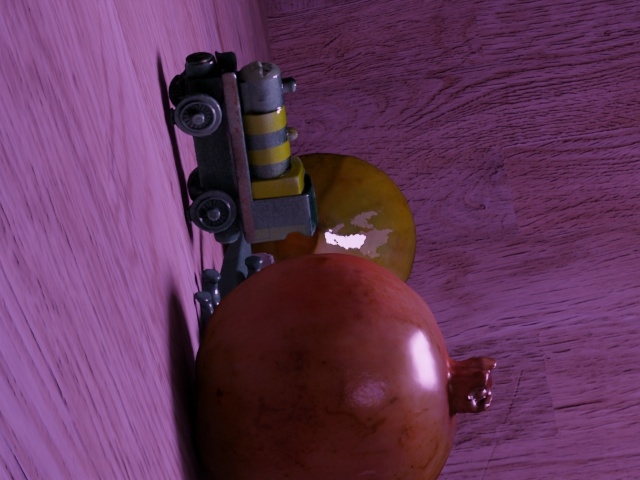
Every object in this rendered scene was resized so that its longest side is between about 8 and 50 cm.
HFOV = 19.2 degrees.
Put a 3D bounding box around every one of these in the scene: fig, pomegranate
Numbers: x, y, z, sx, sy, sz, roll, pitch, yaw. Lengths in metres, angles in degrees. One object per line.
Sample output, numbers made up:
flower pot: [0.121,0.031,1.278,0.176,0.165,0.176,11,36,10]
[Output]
fig: [0.000,0.000,2.360,0.271,0.239,0.239,54,28,-81]
pomegranate: [0.021,0.138,1.671,0.229,0.270,0.252,-86,173,-65]

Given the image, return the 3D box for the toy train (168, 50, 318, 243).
toy train: [-0.078,-0.094,1.870,0.083,0.132,0.200,-97,180,-60]

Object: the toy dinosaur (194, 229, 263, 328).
toy dinosaur: [-0.083,0.062,1.894,0.120,0.079,0.292,88,-1,-50]

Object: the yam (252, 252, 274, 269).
yam: [-0.069,0.108,2.112,0.078,0.078,0.179,-95,175,-67]
